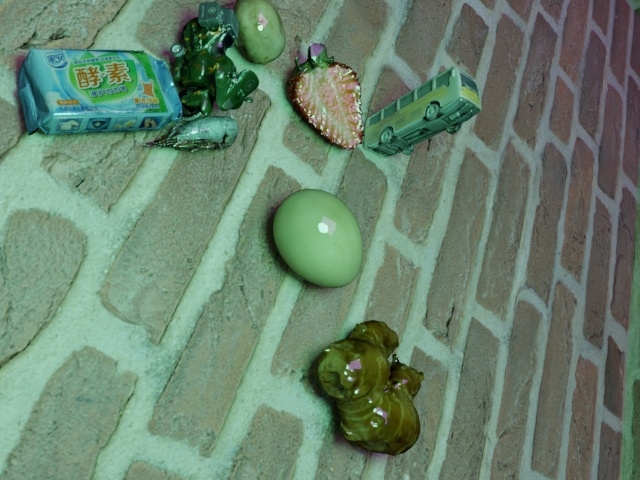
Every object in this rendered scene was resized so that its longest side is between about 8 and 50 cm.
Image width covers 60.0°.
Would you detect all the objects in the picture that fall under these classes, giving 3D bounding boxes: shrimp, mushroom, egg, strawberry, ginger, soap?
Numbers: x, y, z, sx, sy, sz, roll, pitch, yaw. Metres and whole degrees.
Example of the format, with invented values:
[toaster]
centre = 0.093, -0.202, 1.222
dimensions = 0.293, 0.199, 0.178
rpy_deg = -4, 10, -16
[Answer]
[shrimp]
centre = -0.275, -0.222, 1.180
dimensions = 0.233, 0.079, 0.090
rpy_deg = -19, 54, -37
[mushroom]
centre = -0.151, -0.496, 1.312
dimensions = 0.166, 0.127, 0.166
rpy_deg = -21, 90, -75
[egg]
centre = 0.000, 0.000, 1.262
dimensions = 0.188, 0.189, 0.253
rpy_deg = -49, 119, -36
[strawberry]
centre = 0.010, -0.365, 1.429
dimensions = 0.188, 0.106, 0.286
rpy_deg = -33, 114, -17
[ginger]
centre = 0.132, 0.355, 1.306
dimensions = 0.357, 0.152, 0.274
rpy_deg = 62, 31, -9
[soap]
centre = -0.417, -0.285, 1.064
dimensions = 0.293, 0.077, 0.156
rpy_deg = -15, 77, -40

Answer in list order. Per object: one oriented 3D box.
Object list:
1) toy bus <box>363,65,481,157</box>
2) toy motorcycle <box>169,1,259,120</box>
[toy bus]
centre = 0.258, -0.323, 1.453
dimensions = 0.097, 0.343, 0.138
rpy_deg = 20, 62, -33
[toy motorcycle]
centre = -0.221, -0.383, 1.184
dimensions = 0.125, 0.187, 0.274
rpy_deg = 58, 30, -69
